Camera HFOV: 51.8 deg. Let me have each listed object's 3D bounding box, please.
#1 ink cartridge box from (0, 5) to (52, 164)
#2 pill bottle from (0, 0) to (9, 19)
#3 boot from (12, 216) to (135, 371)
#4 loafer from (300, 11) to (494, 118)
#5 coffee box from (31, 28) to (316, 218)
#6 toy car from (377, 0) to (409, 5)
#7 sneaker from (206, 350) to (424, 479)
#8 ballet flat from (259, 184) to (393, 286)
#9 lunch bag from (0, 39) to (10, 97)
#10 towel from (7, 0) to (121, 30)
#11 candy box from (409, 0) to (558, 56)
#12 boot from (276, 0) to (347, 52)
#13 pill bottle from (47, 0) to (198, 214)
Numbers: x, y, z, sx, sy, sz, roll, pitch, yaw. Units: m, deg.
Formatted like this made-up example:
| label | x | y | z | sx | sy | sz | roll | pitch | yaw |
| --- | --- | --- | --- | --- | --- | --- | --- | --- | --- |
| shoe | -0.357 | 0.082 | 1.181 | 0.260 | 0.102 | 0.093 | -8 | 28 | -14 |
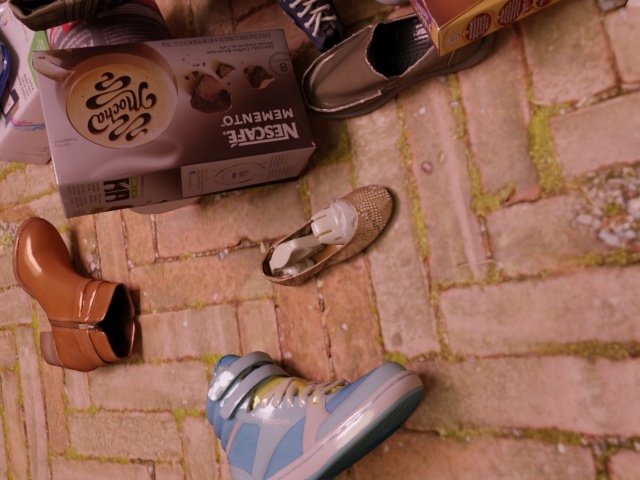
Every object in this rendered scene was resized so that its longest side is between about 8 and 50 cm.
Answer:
| label | x | y | z | sx | sy | sz | roll | pitch | yaw |
| --- | --- | --- | --- | --- | --- | --- | --- | --- | --- |
| ink cartridge box | -0.521 | -0.297 | 1.203 | 0.278 | 0.117 | 0.201 | -36 | 68 | 34 |
| pill bottle | -0.602 | -0.487 | 1.269 | 0.117 | 0.117 | 0.215 | -37 | 68 | 33 |
| boot | -0.419 | 0.085 | 1.124 | 0.220 | 0.109 | 0.283 | -11 | 85 | 40 |
| loafer | 0.066 | -0.212 | 0.749 | 0.251 | 0.087 | 0.094 | -17 | 79 | 37 |
| coffee box | -0.174 | -0.144 | 0.803 | 0.119 | 0.297 | 0.168 | 131 | 126 | -67 |
| toy car | 0.064 | -0.363 | 0.720 | 0.182 | 0.136 | 0.159 | -48 | 62 | 28 |
| sneaker | -0.035 | 0.193 | 0.807 | 0.319 | 0.127 | 0.208 | -46 | 65 | 28 |
| ballet flat | 0.000 | 0.000 | 0.815 | 0.206 | 0.067 | 0.073 | -40 | 66 | 32 |
| lunch bag | -0.635 | -0.310 | 1.162 | 0.219 | 0.090 | 0.176 | 47 | 116 | 31 |
| towel | -0.208 | -0.325 | 0.779 | 0.324 | 0.312 | 0.056 | 35 | 147 | 65 |
| candy box | 0.175 | -0.268 | 0.630 | 0.187 | 0.053 | 0.109 | -26 | 72 | 5 |
| boot | -0.011 | -0.277 | 0.752 | 0.069 | 0.190 | 0.086 | -35 | 85 | 12 |
| pill bottle | -0.270 | -0.204 | 0.963 | 0.176 | 0.176 | 0.318 | -39 | 66 | 32 |
